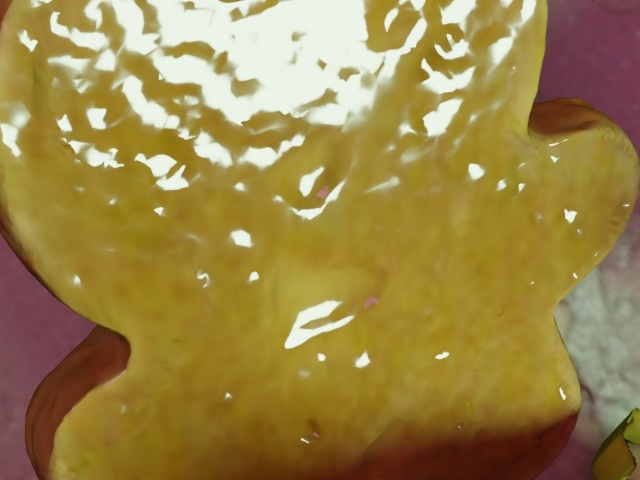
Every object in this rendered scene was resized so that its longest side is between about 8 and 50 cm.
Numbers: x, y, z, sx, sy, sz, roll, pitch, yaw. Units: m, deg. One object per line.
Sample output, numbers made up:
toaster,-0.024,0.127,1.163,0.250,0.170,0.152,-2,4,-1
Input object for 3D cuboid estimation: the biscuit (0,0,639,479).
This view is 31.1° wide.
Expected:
biscuit,-0.001,-0.001,0.447,0.275,0.052,0.355,-31,127,-11

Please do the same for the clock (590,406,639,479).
clock,0.188,0.211,0.429,0.293,0.277,0.071,43,116,17
